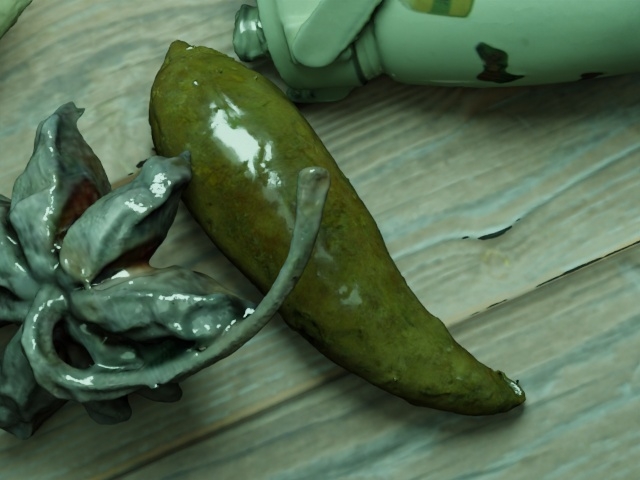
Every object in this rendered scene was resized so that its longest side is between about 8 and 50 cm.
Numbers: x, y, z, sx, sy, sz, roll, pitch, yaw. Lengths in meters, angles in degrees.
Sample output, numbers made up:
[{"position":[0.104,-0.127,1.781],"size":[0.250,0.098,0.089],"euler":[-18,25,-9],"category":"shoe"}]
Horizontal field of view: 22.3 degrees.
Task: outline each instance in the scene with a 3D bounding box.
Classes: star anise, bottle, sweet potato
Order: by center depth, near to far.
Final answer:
[{"position":[-0.184,0.025,1.299],"size":[0.316,0.139,0.359],"euler":[34,112,17],"category":"star anise"},{"position":[0.092,-0.228,1.324],"size":[0.351,0.229,0.229],"euler":[-5,84,10],"category":"bottle"},{"position":[-0.002,0.004,1.346],"size":[0.130,0.130,0.423],"euler":[-42,87,-2],"category":"sweet potato"}]

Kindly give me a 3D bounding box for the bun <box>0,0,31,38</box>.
[{"position":[-0.398,-0.236,1.351],"size":[0.359,0.211,0.360],"euler":[0,88,14],"category":"bun"}]
